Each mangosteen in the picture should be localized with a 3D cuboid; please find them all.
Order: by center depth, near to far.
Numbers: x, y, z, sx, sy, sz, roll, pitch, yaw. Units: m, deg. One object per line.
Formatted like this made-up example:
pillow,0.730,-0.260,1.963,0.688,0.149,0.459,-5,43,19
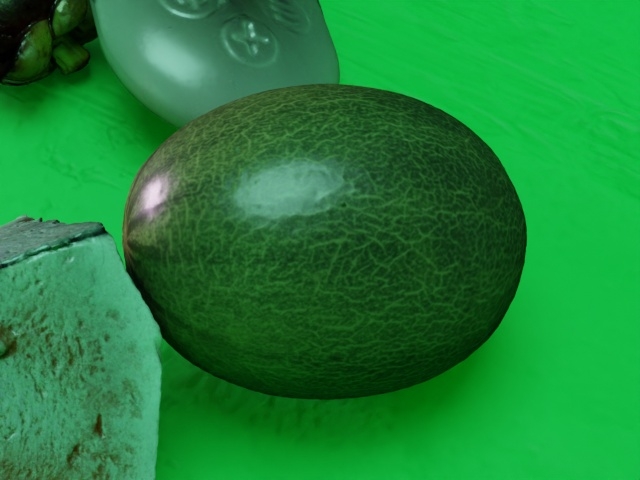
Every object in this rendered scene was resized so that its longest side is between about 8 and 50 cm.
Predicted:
mangosteen,-0.276,-0.206,1.566,0.180,0.166,0.166,34,55,-7

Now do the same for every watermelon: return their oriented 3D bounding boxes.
watermelon,-0.202,0.094,1.268,0.289,0.214,0.320,53,24,14

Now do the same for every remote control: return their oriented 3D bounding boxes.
remote control,-0.100,-0.212,1.586,0.221,0.103,0.332,6,46,-29

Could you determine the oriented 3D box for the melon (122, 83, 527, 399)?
melon,0.000,0.000,1.347,0.302,0.237,0.237,0,50,-21
